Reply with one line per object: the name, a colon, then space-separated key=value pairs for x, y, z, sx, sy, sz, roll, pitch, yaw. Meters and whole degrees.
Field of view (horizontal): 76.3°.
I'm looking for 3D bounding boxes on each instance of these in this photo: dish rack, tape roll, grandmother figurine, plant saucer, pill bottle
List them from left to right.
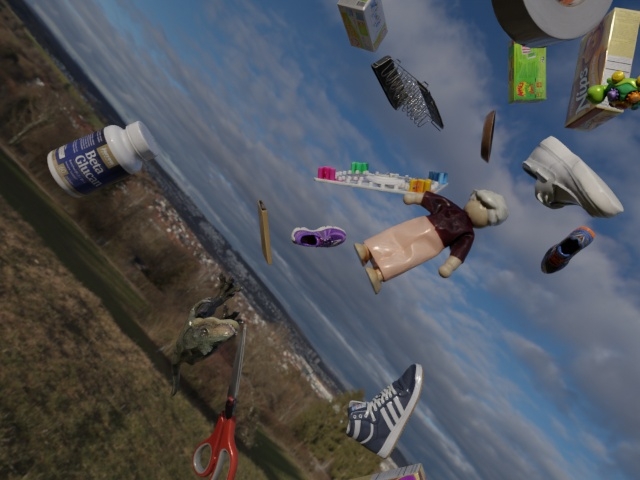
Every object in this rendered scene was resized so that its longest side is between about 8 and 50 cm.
pill bottle: x=-0.394 y=-0.154 z=0.751 sx=0.094 sy=0.169 sz=0.094 roll=155 pitch=-90 yaw=-89
dish rack: x=0.281 y=-0.451 z=1.281 sx=0.208 sy=0.074 sz=0.272 roll=38 pitch=17 yaw=-51
grandmother figurine: x=0.246 y=-0.019 z=0.892 sx=0.104 sy=0.342 sz=0.208 roll=64 pitch=3 yaw=-78
plant saucer: x=0.540 y=-0.335 z=1.316 sx=0.029 sy=0.169 sz=0.168 roll=8 pitch=-31 yaw=24
tape roll: x=0.409 y=-0.461 z=0.712 sx=0.219 sy=0.219 sz=0.072 roll=54 pitch=-7 yaw=-21

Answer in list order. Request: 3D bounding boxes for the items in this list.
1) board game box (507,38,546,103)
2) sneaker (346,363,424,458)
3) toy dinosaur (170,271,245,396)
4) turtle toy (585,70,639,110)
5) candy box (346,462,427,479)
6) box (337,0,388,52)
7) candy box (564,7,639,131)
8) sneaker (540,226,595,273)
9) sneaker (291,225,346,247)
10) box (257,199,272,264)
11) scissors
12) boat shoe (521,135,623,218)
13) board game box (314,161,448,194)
board game box: x=0.599 y=-0.495 z=1.184 sx=0.043 sy=0.092 sz=0.182 roll=-53 pitch=141 yaw=-86
sneaker: x=0.173 y=0.456 z=1.150 sx=0.153 sy=0.283 sz=0.099 roll=25 pitch=1 yaw=4
toy dinosaur: x=-0.144 y=0.117 z=0.515 sx=0.064 sy=0.118 sz=0.268 roll=37 pitch=-38 yaw=-2
turtle toy: x=0.678 y=-0.334 z=0.924 sx=0.130 sy=0.066 sz=0.095 roll=30 pitch=13 yaw=39
candy box: x=0.087 y=0.433 z=0.638 sx=0.053 sy=0.186 sz=0.109 roll=25 pitch=45 yaw=-67
box: x=0.156 y=-0.797 z=1.463 sx=0.114 sy=0.103 sz=0.203 roll=29 pitch=-6 yaw=25
candy box: x=0.890 y=-0.531 z=1.295 sx=0.087 sy=0.317 sz=0.183 roll=11 pitch=-3 yaw=5
sneaker: x=0.845 y=0.040 z=1.426 sx=0.083 sy=0.087 sz=0.221 roll=49 pitch=-40 yaw=27
sneaker: x=0.000 y=0.000 z=1.193 sx=0.071 sy=0.169 sz=0.069 roll=-138 pitch=-132 yaw=-62
box: x=-0.204 y=-0.033 z=1.486 sx=0.164 sy=0.021 sz=0.202 roll=-130 pitch=-145 yaw=-67
scissors: x=-0.160 y=0.318 z=0.747 sx=0.108 sy=0.298 sz=0.021 roll=21 pitch=-1 yaw=41
boat shoe: x=0.289 y=-0.069 z=0.489 sx=0.066 sy=0.063 sz=0.184 roll=34 pitch=30 yaw=-19
board game box: x=0.230 y=-0.224 z=1.432 sx=0.389 sy=0.051 sz=0.390 roll=12 pitch=18 yaw=22
